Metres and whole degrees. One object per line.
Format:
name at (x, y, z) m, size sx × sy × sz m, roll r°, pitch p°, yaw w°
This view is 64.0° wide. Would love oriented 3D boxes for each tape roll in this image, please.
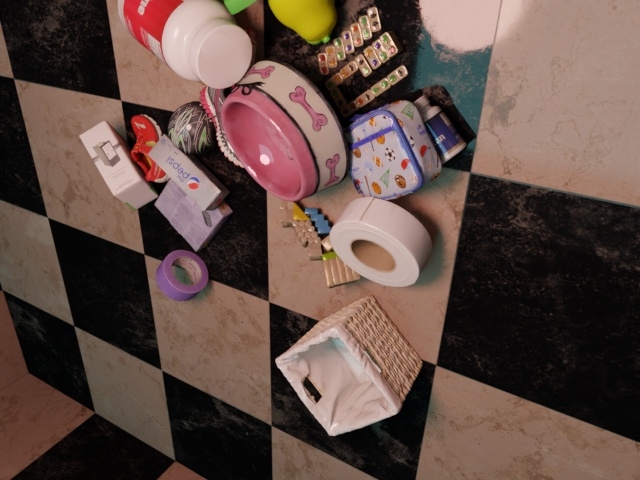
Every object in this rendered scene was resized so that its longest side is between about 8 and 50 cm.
tape roll at (-0.543, 0.137, 2.014) m, size 0.189 × 0.189 × 0.080 m, roll 52°, pitch 129°, yaw 0°
tape roll at (0.170, 0.008, 1.468) m, size 0.286 × 0.100 × 0.286 m, roll 26°, pitch 152°, yaw 15°

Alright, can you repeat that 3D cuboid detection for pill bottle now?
pill bottle at (0.290, -0.284, 1.317) m, size 0.094 × 0.094 × 0.169 m, roll -36°, pitch 91°, yaw 40°
pill bottle at (-0.379, -0.596, 1.443) m, size 0.407 × 0.229 × 0.229 m, roll 42°, pitch 131°, yaw 30°

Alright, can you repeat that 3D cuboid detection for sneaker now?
sneaker at (-0.634, -0.339, 1.857) m, size 0.107 × 0.118 × 0.279 m, roll -36°, pitch 75°, yaw 40°
sneaker at (-0.275, -0.369, 1.625) m, size 0.112 × 0.121 × 0.299 m, roll -22°, pitch 99°, yaw 35°

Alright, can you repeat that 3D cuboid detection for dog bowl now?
dog bowl at (-0.116, -0.286, 1.439) m, size 0.408 × 0.150 × 0.408 m, roll 37°, pitch 154°, yaw 22°

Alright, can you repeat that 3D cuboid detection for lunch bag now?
lunch bag at (0.165, -0.233, 1.359) m, size 0.243 × 0.115 × 0.303 m, roll 61°, pitch 154°, yaw -11°

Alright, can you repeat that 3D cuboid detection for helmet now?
helmet at (-0.419, -0.368, 1.685) m, size 0.169 × 0.161 × 0.170 m, roll -1°, pitch 83°, yaw 9°

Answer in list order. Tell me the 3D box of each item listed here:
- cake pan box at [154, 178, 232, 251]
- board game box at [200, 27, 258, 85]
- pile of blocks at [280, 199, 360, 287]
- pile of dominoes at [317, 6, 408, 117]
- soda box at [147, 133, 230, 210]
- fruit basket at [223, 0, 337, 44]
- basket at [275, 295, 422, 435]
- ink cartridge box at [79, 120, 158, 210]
cake pan box at (-0.484, -0.127, 1.920) m, size 0.267 × 0.070 × 0.246 m, roll 47°, pitch 127°, yaw 4°
board game box at (-0.284, -0.552, 1.546) m, size 0.193 × 0.045 × 0.147 m, roll 5°, pitch 87°, yaw 30°
pile of blocks at (0.000, 0.000, 1.663) m, size 0.362 × 0.148 × 0.113 m, roll 53°, pitch 173°, yaw 10°
pile of dominoes at (0.100, -0.473, 1.380) m, size 0.251 × 0.040 × 0.196 m, roll -28°, pitch 97°, yaw 39°
soda box at (-0.455, -0.233, 1.773) m, size 0.286 × 0.091 × 0.098 m, roll 44°, pitch 101°, yaw 5°
fruit basket at (-0.075, -0.698, 1.288) m, size 0.391 × 0.283 × 0.392 m, roll 6°, pitch 156°, yaw 3°
basket at (0.100, 0.403, 1.681) m, size 0.331 × 0.266 × 0.328 m, roll -36°, pitch 91°, yaw 40°
ink cartridge box at (-0.736, -0.272, 1.883) m, size 0.273 × 0.114 × 0.198 m, roll 56°, pitch 174°, yaw 12°
